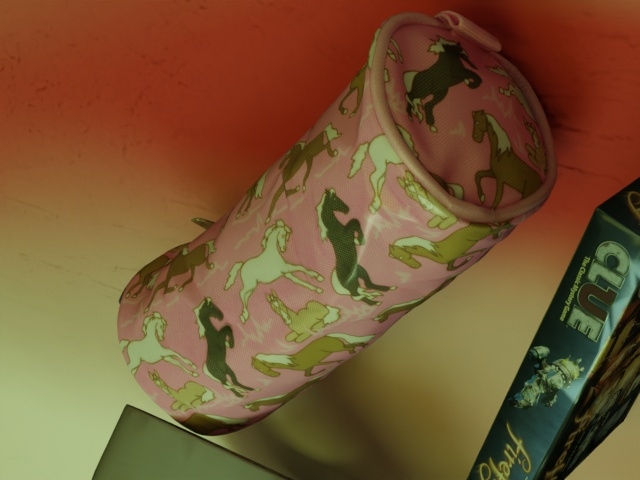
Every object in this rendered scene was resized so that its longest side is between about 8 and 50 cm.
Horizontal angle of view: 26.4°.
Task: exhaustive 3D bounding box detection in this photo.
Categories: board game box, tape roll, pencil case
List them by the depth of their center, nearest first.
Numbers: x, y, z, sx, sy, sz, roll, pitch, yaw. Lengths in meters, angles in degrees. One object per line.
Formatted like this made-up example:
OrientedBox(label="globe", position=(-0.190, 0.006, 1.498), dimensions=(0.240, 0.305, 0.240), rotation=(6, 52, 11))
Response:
OrientedBox(label="board game box", position=(0.180, 0.055, 0.841), dimensions=(0.042, 0.165, 0.243), rotation=(36, 131, 22))
OrientedBox(label="pencil case", position=(0.000, 0.000, 0.974), dimensions=(0.386, 0.160, 0.167), rotation=(-39, 78, 46))
OrientedBox(label="tape roll", position=(-0.075, 0.211, 1.115), dimensions=(0.219, 0.219, 0.072), rotation=(20, 79, 33))
